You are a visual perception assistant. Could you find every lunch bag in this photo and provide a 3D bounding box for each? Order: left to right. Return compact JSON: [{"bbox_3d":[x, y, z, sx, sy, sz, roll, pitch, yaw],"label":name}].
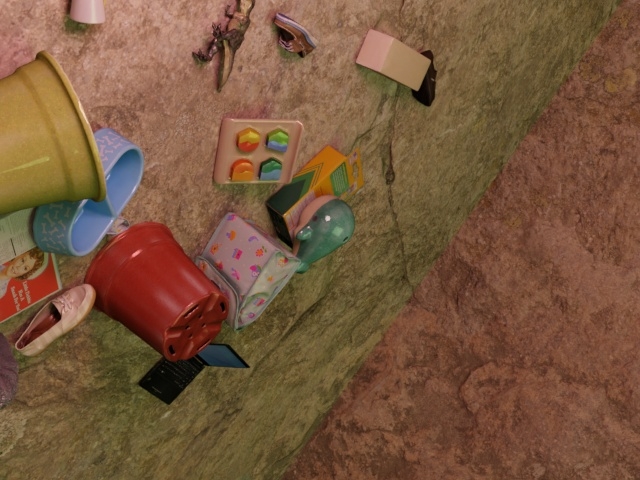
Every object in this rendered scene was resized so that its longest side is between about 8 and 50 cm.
[{"bbox_3d":[-0.474,-0.046,1.640,0.083,0.071,0.053,1,121,-59],"label":"lunch bag"},{"bbox_3d":[-0.224,0.090,2.038,0.262,0.223,0.160,-54,148,6],"label":"lunch bag"}]

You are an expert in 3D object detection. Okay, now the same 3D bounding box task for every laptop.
[{"bbox_3d":[-0.382,0.416,2.276,0.264,0.136,0.234,-47,152,-12],"label":"laptop"}]

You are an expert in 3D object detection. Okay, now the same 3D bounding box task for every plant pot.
[{"bbox_3d":[-0.536,-0.149,1.241,0.254,0.276,0.276,-25,144,-25],"label":"plant pot"},{"bbox_3d":[-0.382,0.138,1.793,0.272,0.265,0.272,-38,149,-28],"label":"plant pot"}]

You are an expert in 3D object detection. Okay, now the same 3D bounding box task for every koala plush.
[{"bbox_3d":[-0.755,0.318,1.525,0.221,0.203,0.196,-45,155,11],"label":"koala plush"}]

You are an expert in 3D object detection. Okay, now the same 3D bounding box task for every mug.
[{"bbox_3d":[-0.413,-0.427,1.311,0.062,0.078,0.064,-1,120,-18],"label":"mug"}]

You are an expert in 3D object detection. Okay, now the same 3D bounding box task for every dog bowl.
[{"bbox_3d":[-0.458,-0.093,1.498,0.166,0.074,0.297,90,23,-57],"label":"dog bowl"}]

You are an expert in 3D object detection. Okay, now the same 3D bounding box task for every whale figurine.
[{"bbox_3d":[0.000,0.000,2.196,0.272,0.141,0.216,-58,153,12],"label":"whale figurine"}]

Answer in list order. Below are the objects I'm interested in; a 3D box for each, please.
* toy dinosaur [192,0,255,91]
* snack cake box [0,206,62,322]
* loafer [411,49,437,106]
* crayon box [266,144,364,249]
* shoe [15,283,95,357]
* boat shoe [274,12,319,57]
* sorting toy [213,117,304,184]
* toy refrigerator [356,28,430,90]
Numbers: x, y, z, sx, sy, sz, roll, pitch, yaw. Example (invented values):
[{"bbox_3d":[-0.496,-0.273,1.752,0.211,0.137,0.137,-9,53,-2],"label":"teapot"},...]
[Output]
[{"bbox_3d":[-0.209,-0.434,1.614,0.118,0.064,0.268,-27,147,-53],"label":"toy dinosaur"},{"bbox_3d":[-0.621,0.025,1.470,0.152,0.089,0.264,-35,149,-35],"label":"snack cake box"},{"bbox_3d":[0.346,-0.520,2.376,0.078,0.080,0.220,-43,152,-18],"label":"loafer"},{"bbox_3d":[-0.010,-0.144,2.256,0.323,0.083,0.203,-44,152,-17],"label":"crayon box"},{"bbox_3d":[-0.608,0.182,1.695,0.219,0.076,0.058,-46,158,-10],"label":"shoe"},{"bbox_3d":[-0.063,-0.485,1.776,0.066,0.066,0.183,-56,153,9],"label":"boat shoe"},{"bbox_3d":[-0.156,-0.219,1.870,0.208,0.038,0.193,0,129,-21],"label":"sorting toy"},{"bbox_3d":[0.213,-0.523,2.152,0.269,0.094,0.102,2,114,-59],"label":"toy refrigerator"}]
